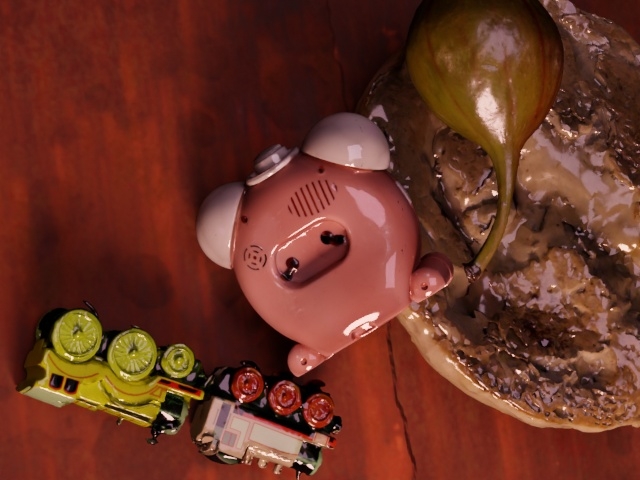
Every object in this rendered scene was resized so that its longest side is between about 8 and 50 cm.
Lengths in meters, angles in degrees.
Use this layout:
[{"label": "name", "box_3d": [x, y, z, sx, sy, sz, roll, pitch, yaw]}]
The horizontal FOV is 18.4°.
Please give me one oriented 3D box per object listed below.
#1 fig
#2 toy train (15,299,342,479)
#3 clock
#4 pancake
[{"label": "fig", "box_3d": [0.128, -0.086, 1.523, 0.124, 0.124, 0.236, 4, 79, -26]}, {"label": "toy train", "box_3d": [-0.098, 0.115, 1.472, 0.249, 0.053, 0.085, 19, 78, -22]}, {"label": "clock", "box_3d": [0.000, 0.000, 1.492, 0.166, 0.093, 0.162, -33, 89, 14]}, {"label": "pancake", "box_3d": [0.194, -0.025, 1.635, 0.386, 0.082, 0.387, 7, 71, -20]}]
